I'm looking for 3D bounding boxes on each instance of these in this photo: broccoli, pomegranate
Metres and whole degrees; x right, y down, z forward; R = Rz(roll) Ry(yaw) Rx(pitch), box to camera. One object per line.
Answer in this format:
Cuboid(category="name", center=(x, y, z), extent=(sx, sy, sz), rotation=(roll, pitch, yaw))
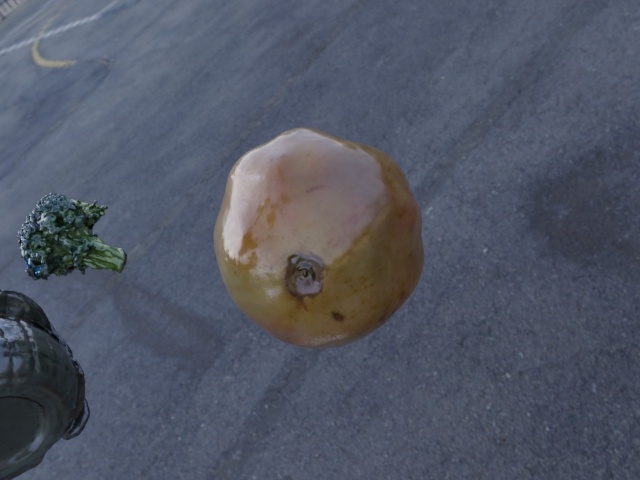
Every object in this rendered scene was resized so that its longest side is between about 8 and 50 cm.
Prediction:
Cuboid(category="broccoli", center=(-0.366, 0.004, 0.978), extent=(0.154, 0.160, 0.167), rotation=(-85, 19, -62))
Cuboid(category="pomegranate", center=(0.000, 0.000, 1.209), extent=(0.411, 0.411, 0.411), rotation=(-23, 35, 17))

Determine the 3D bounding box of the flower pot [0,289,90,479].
Cuboid(category="flower pot", center=(-0.533, 0.244, 1.046), extent=(0.302, 0.302, 0.213), rotation=(-39, 53, -7))
